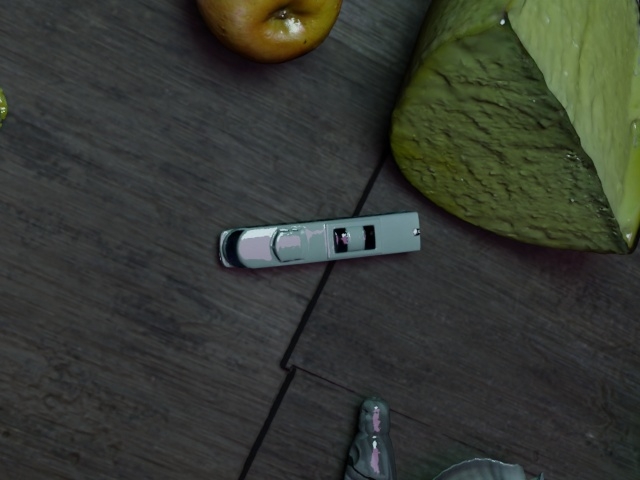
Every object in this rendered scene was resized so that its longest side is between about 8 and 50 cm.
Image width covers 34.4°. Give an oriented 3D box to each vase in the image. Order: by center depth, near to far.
[{"bbox_3d":[0.052,0.268,1.086,0.060,0.060,0.211,3,94,-17],"label":"vase"}]

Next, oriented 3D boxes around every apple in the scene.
[{"bbox_3d":[-0.046,-0.233,0.968,0.146,0.146,0.146,-2,96,-16],"label":"apple"}]

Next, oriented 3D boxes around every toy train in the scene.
[{"bbox_3d":[0.000,0.000,1.053,0.207,0.047,0.043,-6,95,-17],"label":"toy train"}]

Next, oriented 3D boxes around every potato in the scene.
[{"bbox_3d":[0.205,-0.191,1.032,0.330,0.213,0.280,49,58,-39],"label":"potato"}]

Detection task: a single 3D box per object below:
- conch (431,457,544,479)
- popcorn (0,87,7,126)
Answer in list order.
[{"bbox_3d":[0.165,0.335,1.092,0.172,0.131,0.200,27,57,8],"label":"conch"},{"bbox_3d":[-0.318,-0.119,0.944,0.059,0.068,0.083,37,53,-47],"label":"popcorn"}]
